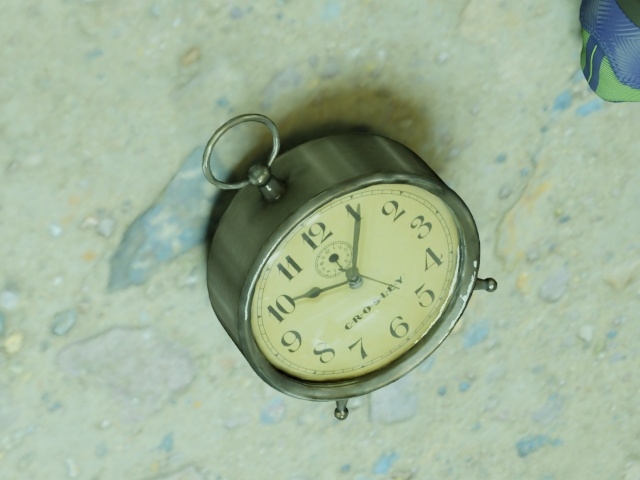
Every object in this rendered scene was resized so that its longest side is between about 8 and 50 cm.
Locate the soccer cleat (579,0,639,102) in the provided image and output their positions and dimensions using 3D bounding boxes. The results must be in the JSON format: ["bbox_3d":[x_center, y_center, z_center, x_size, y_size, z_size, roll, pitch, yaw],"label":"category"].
[{"bbox_3d":[0.252,-0.148,0.997,0.289,0.093,0.121,-22,161,-21],"label":"soccer cleat"}]

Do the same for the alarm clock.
[{"bbox_3d":[0.000,0.000,0.949,0.129,0.064,0.192,-40,135,0],"label":"alarm clock"}]
